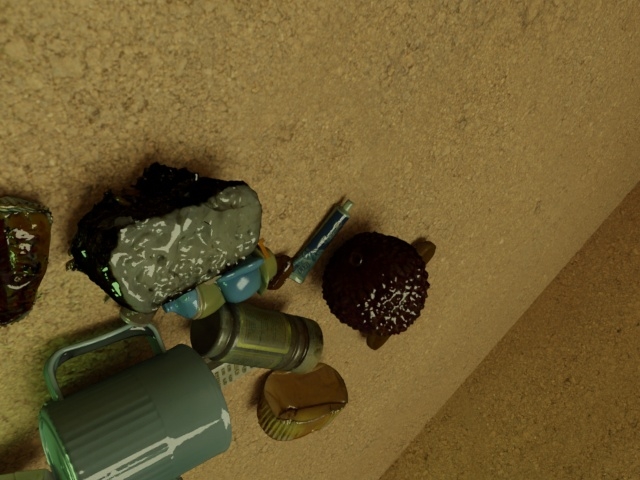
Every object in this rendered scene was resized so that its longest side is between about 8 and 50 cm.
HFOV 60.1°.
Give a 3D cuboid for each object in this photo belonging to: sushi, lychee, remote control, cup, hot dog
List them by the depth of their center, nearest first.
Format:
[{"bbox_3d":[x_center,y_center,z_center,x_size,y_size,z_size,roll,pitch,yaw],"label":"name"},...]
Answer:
[{"bbox_3d":[-0.538,0.047,0.922,0.163,0.082,0.270,-2,123,-47],"label":"hot dog"},{"bbox_3d":[-0.279,-0.031,1.028,0.349,0.208,0.234,-24,125,-39],"label":"sushi"},{"bbox_3d":[-0.388,0.362,1.137,0.311,0.257,0.330,-20,113,-38],"label":"cup"},{"bbox_3d":[-0.383,0.126,1.158,0.102,0.074,0.099,14,112,-51],"label":"cup"},{"bbox_3d":[-0.106,0.082,1.428,0.120,0.052,0.055,-60,161,10],"label":"sushi"},{"bbox_3d":[-0.232,0.332,1.521,0.277,0.055,0.102,-27,139,-28],"label":"remote control"},{"bbox_3d":[0.152,0.124,1.528,0.306,0.306,0.330,-41,131,-11],"label":"lychee"}]

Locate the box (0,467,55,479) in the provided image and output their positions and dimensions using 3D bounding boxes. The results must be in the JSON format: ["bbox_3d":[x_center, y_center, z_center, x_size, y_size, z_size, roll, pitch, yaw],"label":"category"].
[{"bbox_3d":[-0.660,0.552,1.165,0.243,0.067,0.155,-9,140,2],"label":"box"}]

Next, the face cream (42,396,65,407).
[{"bbox_3d":[-0.502,0.372,1.258,0.230,0.075,0.075,-7,127,-42],"label":"face cream"}]

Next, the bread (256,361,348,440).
[{"bbox_3d":[-0.068,0.511,1.758,0.288,0.204,0.156,-12,148,-36],"label":"bread"}]

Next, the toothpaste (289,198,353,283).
[{"bbox_3d":[-0.001,0.000,1.474,0.268,0.047,0.069,-52,157,10],"label":"toothpaste"}]

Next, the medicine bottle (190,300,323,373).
[{"bbox_3d":[-0.156,0.245,1.400,0.323,0.151,0.151,21,107,-41],"label":"medicine bottle"}]

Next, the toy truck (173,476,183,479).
[{"bbox_3d":[-0.432,0.609,1.453,0.133,0.184,0.338,-23,136,-30],"label":"toy truck"}]

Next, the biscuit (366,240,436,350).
[{"bbox_3d":[0.240,0.199,1.886,0.283,0.064,0.431,-22,138,-45],"label":"biscuit"}]

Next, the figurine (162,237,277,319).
[{"bbox_3d":[-0.217,0.083,1.232,0.262,0.154,0.179,-23,148,-37],"label":"figurine"}]
